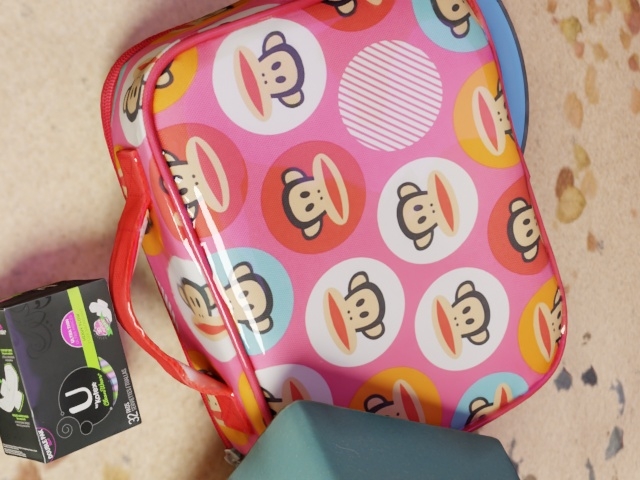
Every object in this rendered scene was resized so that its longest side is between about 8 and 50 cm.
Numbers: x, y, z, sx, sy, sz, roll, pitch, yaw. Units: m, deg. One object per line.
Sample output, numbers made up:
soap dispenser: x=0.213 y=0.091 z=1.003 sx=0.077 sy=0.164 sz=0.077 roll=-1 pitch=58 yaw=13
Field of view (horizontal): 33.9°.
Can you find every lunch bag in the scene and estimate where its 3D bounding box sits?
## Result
lunch bag: x=0.000 y=0.000 z=0.623 sx=0.258 sy=0.120 sz=0.293 roll=-25 pitch=107 yaw=-24

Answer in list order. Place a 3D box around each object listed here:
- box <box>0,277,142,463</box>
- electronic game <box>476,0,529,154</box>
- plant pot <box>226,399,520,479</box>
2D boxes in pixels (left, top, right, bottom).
box: x=-0.142 y=0.068 z=0.563 sx=0.062 sy=0.052 sz=0.083 roll=-19 pitch=100 yaw=-40
electronic game: x=0.074 y=-0.112 z=0.763 sx=0.229 sy=0.048 sz=0.229 roll=4 pitch=84 yaw=-39
plant pot: x=0.044 y=0.230 z=0.524 sx=0.166 sy=0.234 sz=0.165 roll=18 pitch=118 yaw=-37
